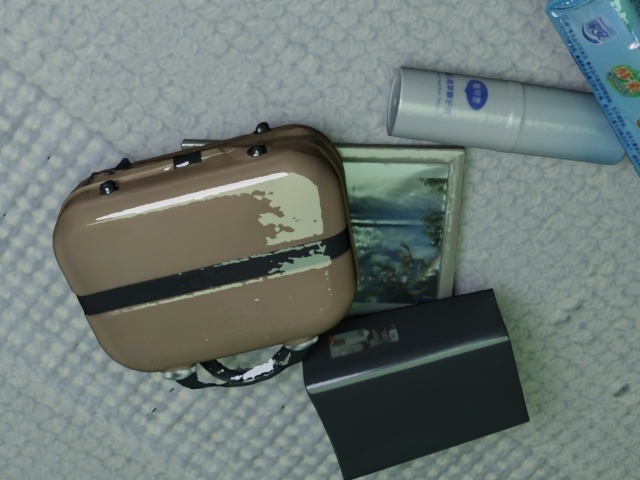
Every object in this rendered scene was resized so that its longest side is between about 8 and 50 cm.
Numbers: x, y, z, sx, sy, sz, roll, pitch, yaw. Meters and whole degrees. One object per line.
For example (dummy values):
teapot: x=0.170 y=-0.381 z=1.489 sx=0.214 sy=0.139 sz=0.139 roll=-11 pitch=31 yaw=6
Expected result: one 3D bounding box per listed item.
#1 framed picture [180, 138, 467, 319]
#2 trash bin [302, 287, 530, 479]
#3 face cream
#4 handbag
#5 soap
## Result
framed picture: x=0.000 y=0.000 z=1.102 sx=0.315 sy=0.024 sz=0.232 roll=0 pitch=112 yaw=-2
trash bin: x=0.109 y=0.161 z=1.105 sx=0.226 sy=0.115 sz=0.165 roll=-15 pitch=122 yaw=7
face cream: x=0.200 y=-0.132 z=1.029 sx=0.250 sy=0.077 sz=0.077 roll=6 pitch=111 yaw=-7
handbag: x=-0.103 y=0.036 z=1.027 sx=0.302 sy=0.149 sz=0.283 roll=-13 pitch=113 yaw=2
soap: x=0.334 y=-0.182 z=0.977 sx=0.077 sy=0.156 sz=0.293 roll=-17 pitch=116 yaw=46
